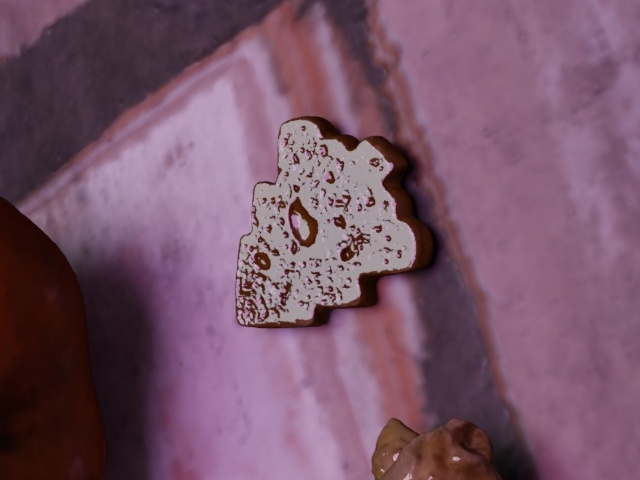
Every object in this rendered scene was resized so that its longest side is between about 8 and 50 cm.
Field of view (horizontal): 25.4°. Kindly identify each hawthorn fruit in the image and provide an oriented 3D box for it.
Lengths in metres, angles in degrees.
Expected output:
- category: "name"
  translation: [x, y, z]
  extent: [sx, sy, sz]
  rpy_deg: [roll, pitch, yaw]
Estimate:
- category: "hawthorn fruit"
  translation: [-0.196, 0.069, 0.567]
  extent: [0.225, 0.196, 0.197]
  rpy_deg: [3, 85, 51]

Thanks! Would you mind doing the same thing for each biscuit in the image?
- category: "biscuit"
  translation: [0.000, 0.000, 0.538]
  extent: [0.082, 0.016, 0.092]
  rpy_deg: [45, 109, 26]

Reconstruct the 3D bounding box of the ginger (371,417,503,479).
- category: "ginger"
  translation: [0.023, 0.171, 0.465]
  extent: [0.137, 0.074, 0.213]
  rpy_deg: [38, 98, 33]
